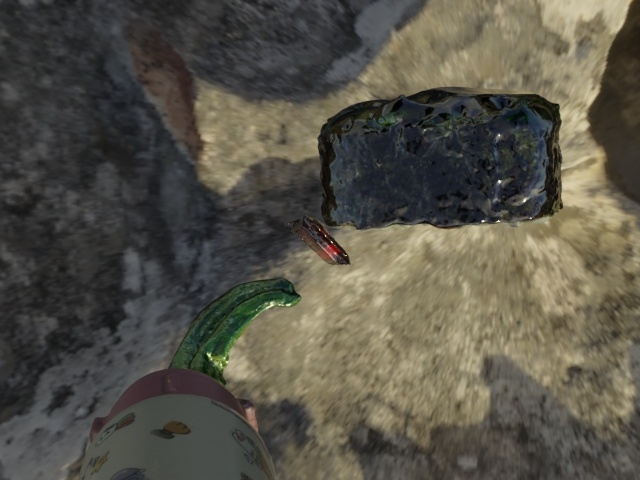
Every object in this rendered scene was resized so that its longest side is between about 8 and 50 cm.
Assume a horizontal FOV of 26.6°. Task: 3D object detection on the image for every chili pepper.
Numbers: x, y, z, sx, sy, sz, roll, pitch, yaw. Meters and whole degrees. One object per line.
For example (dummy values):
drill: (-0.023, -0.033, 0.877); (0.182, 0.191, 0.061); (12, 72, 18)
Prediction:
chili pepper: (-0.086, 0.103, 1.142); (0.073, 0.050, 0.182); (-3, 48, 43)

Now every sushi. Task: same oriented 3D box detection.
sushi: (0.108, -0.075, 1.223); (0.225, 0.124, 0.127); (-2, 99, 22)

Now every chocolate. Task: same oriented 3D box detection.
chocolate: (0.000, 0.000, 1.655); (0.028, 0.182, 0.086); (-45, 92, -8)

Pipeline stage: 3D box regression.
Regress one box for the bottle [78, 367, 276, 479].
bottle: (-0.074, 0.142, 0.701); (0.110, 0.233, 0.110); (-2, 109, -6)
